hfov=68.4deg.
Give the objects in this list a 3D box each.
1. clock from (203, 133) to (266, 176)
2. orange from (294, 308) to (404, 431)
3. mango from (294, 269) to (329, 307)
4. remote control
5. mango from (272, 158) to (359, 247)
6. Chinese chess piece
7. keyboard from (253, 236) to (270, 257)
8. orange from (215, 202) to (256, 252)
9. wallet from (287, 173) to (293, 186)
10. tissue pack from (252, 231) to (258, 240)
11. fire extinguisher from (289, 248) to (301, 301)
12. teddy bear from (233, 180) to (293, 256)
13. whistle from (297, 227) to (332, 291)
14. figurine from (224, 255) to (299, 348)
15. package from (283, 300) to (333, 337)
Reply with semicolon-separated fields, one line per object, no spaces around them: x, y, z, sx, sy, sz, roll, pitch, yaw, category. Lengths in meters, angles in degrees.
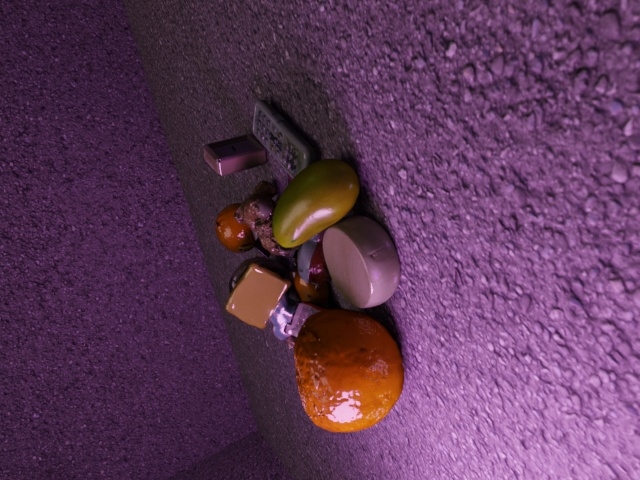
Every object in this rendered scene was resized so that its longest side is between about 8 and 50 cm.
-0.310;-0.313;1.713;0.147;0.192;0.071;45;146;43;clock
0.079;0.355;1.321;0.340;0.294;0.340;172;90;-79;orange
-0.026;0.171;1.621;0.115;0.090;0.177;-8;106;34;mango
-0.113;-0.308;1.454;0.335;0.066;0.127;51;141;35;remote control
-0.021;-0.105;1.227;0.273;0.149;0.185;-34;36;29;mango
0.104;0.055;1.249;0.250;0.101;0.250;46;147;42;Chinese chess piece
-0.198;-0.011;1.753;0.015;0.196;0.074;-34;113;29;keyboard
-0.353;-0.054;2.029;0.219;0.193;0.219;173;90;-77;orange
-0.071;-0.155;1.544;0.119;0.025;0.232;45;148;41;wallet
-0.227;-0.059;1.870;0.103;0.091;0.170;-5;107;66;tissue pack
-0.053;0.167;1.715;0.072;0.089;0.267;-15;99;28;fire extinguisher
-0.176;-0.059;1.659;0.256;0.156;0.267;48;-163;-16;teddy bear
0.001;0.000;1.401;0.134;0.142;0.345;29;123;42;whistle
-0.191;0.206;1.958;0.361;0.266;0.377;47;-167;-11;figurine
-0.029;0.285;1.648;0.231;0.166;0.040;116;166;-46;package
